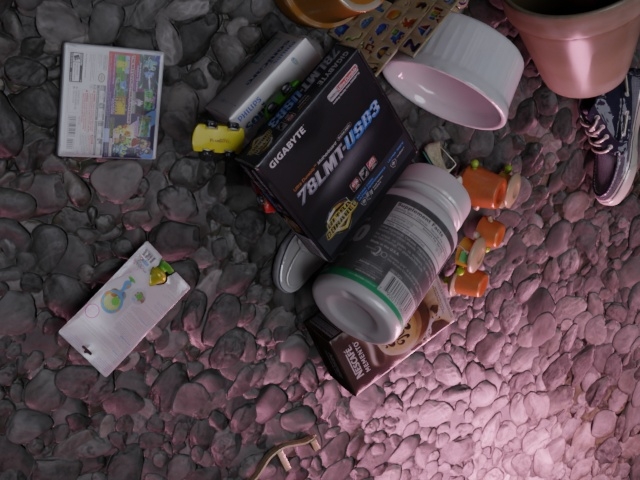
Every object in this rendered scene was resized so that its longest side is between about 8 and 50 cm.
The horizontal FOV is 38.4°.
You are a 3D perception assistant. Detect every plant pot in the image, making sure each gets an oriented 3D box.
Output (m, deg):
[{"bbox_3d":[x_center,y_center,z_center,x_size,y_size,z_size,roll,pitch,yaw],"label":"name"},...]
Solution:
[{"bbox_3d":[0.033,-0.495,1.712,0.205,0.188,0.205,-9,109,-27],"label":"plant pot"},{"bbox_3d":[0.567,-0.476,1.997,0.323,0.323,0.280,-39,138,-14],"label":"plant pot"}]

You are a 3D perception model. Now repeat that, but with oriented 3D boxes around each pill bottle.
[{"bbox_3d":[0.157,0.021,1.913,0.361,0.204,0.204,-53,126,-27],"label":"pill bottle"}]

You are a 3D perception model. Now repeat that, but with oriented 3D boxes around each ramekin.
[{"bbox_3d":[0.275,-0.349,1.865,0.277,0.277,0.135,31,81,-34],"label":"ramekin"}]

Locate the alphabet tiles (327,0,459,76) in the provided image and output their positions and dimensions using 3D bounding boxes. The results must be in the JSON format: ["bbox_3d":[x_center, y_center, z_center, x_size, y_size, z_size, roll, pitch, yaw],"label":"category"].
[{"bbox_3d":[0.133,-0.427,1.802,0.237,0.198,0.009,-52,149,-6],"label":"alphabet tiles"}]

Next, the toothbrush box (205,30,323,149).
[{"bbox_3d":[-0.042,-0.226,1.801,0.216,0.126,0.295,-48,124,-6],"label":"toothbrush box"}]

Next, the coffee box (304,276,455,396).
[{"bbox_3d":[0.135,0.182,2.046,0.297,0.119,0.168,-35,121,-16],"label":"coffee box"}]

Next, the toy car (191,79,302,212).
[{"bbox_3d":[-0.101,-0.197,1.673,0.239,0.053,0.225,41,86,-33],"label":"toy car"}]

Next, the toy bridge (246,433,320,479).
[{"bbox_3d":[-0.087,0.492,2.076,0.188,0.026,0.063,-32,119,-18],"label":"toy bridge"}]

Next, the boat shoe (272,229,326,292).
[{"bbox_3d":[0.000,0.000,1.924,0.096,0.088,0.267,40,84,-34],"label":"boat shoe"}]

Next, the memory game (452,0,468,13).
[{"bbox_3d":[0.244,-0.535,1.933,0.186,0.012,0.186,-10,111,-28],"label":"memory game"}]

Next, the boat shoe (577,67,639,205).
[{"bbox_3d":[0.684,-0.261,2.232,0.158,0.127,0.340,7,95,-25],"label":"boat shoe"}]

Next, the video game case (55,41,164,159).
[{"bbox_3d":[-0.379,-0.249,1.658,0.184,0.023,0.201,-1,106,-30],"label":"video game case"}]

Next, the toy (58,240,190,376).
[{"bbox_3d":[-0.379,0.127,1.764,0.237,0.056,0.137,-46,120,-15],"label":"toy"}]

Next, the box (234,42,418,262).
[{"bbox_3d":[0.023,-0.157,1.700,0.295,0.073,0.293,-51,136,-14],"label":"box"}]

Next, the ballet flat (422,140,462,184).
[{"bbox_3d":[0.283,-0.143,2.021,0.052,0.057,0.168,-29,88,9],"label":"ballet flat"}]

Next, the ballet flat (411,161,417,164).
[{"bbox_3d":[0.236,-0.134,2.050,0.114,0.041,0.041,31,89,-33],"label":"ballet flat"}]

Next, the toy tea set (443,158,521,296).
[{"bbox_3d":[0.346,-0.030,2.127,0.200,0.124,0.336,10,99,-63],"label":"toy tea set"}]
